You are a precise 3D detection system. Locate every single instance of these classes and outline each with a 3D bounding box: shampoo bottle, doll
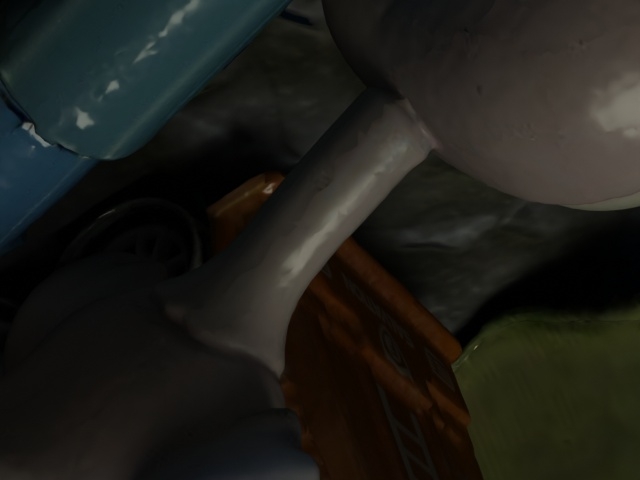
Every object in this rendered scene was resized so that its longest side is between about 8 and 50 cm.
[{"bbox_3d":[-0.031,-0.089,0.464,0.061,0.104,0.258,42,115,-15],"label":"shampoo bottle"},{"bbox_3d":[0.000,-0.001,0.486,0.365,0.160,0.094,-46,127,-2],"label":"doll"}]

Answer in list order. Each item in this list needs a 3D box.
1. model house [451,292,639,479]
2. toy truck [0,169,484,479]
[{"bbox_3d":[0.212,0.152,0.763,0.321,0.261,0.266,-21,164,34],"label":"model house"},{"bbox_3d":[-0.118,0.161,0.627,0.387,0.207,0.173,-32,140,13],"label":"toy truck"}]
